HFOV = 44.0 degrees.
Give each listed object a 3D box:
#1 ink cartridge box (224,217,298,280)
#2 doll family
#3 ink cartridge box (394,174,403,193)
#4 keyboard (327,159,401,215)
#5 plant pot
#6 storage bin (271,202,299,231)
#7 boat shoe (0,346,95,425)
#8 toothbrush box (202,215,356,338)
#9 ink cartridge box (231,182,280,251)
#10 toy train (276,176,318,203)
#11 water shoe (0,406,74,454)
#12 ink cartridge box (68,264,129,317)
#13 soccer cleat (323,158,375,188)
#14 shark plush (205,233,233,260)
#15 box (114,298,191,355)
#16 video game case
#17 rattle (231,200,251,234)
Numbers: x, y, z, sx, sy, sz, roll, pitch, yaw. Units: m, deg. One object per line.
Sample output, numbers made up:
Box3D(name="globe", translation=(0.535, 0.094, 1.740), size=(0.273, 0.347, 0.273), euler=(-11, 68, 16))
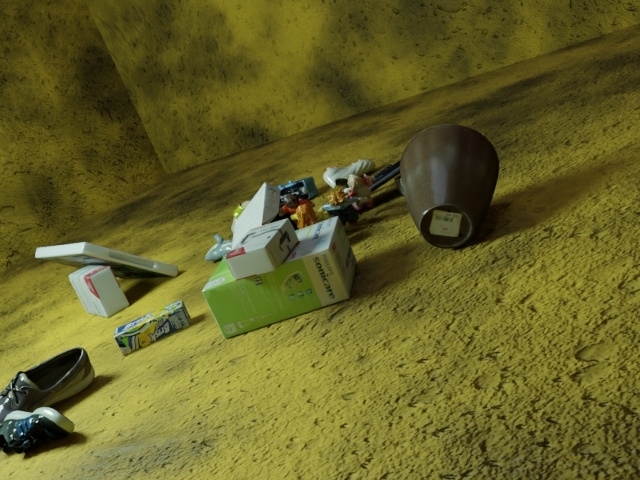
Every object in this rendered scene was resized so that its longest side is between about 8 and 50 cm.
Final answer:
Box3D(name="ink cartridge box", translation=(-0.116, 0.016, 1.586), size=(0.099, 0.056, 0.135), euler=(-15, 20, 25))
Box3D(name="doll family", translation=(0.025, -0.074, 1.981), size=(0.263, 0.118, 0.163), euler=(-18, -26, 7))
Box3D(name="ink cartridge box", translation=(0.227, -0.151, 2.133), size=(0.028, 0.048, 0.083), euler=(-27, 14, -14))
Box3D(name="keyboard", translation=(0.153, -0.158, 2.195), size=(0.317, 0.033, 0.201), euler=(-33, 8, 5))
Box3D(name="plant pot", translation=(0.263, -0.093, 1.643), size=(0.215, 0.215, 0.230), euler=(-17, 30, 22))
Box3D(name="storage bin", translation=(-0.113, -0.044, 2.181), size=(0.135, 0.098, 0.091), euler=(-10, -9, -31))
Box3D(name="boat shoe", translation=(-0.596, 0.309, 1.619), size=(0.285, 0.092, 0.103), euler=(-30, 48, -33))
Box3D(name="toothbrush box", translation=(-0.079, 0.075, 1.671), size=(0.283, 0.122, 0.206), euler=(-18, 17, 13))
Box3D(name="ink cartridge box", translation=(-0.169, -0.010, 2.017), size=(0.181, 0.056, 0.225), euler=(-47, 31, 41))
Box3D(name="toy train", translation=(-0.101, -0.151, 2.566), size=(0.184, 0.080, 0.105), euler=(-13, 9, 40))
Box3D(name="water shoe", translation=(-0.533, 0.363, 1.474), size=(0.203, 0.073, 0.080), euler=(-15, 38, 41))
Box3D(name="ink cartridge box", translation=(-0.622, 0.139, 2.217), size=(0.072, 0.127, 0.175), euler=(-32, 18, -30))
Box3D(name="soccer cleat", translation=(0.098, -0.206, 2.504), size=(0.196, 0.076, 0.068), euler=(-15, -31, -30))
Box3D(name="shark plush", translation=(-0.252, 0.040, 2.228), size=(0.161, 0.073, 0.067), euler=(13, 54, 32))
Box3D(name="box", translation=(-0.383, 0.198, 1.811), size=(0.169, 0.054, 0.059), euler=(-24, 16, -5))
Box3D(name="video game case", translation=(-0.625, 0.062, 2.312), size=(0.300, 0.036, 0.329), euler=(18, -15, -39))
Box3D(name="rattle", translation=(-0.166, -0.035, 2.332), size=(0.199, 0.142, 0.130), euler=(16, 75, 50))
